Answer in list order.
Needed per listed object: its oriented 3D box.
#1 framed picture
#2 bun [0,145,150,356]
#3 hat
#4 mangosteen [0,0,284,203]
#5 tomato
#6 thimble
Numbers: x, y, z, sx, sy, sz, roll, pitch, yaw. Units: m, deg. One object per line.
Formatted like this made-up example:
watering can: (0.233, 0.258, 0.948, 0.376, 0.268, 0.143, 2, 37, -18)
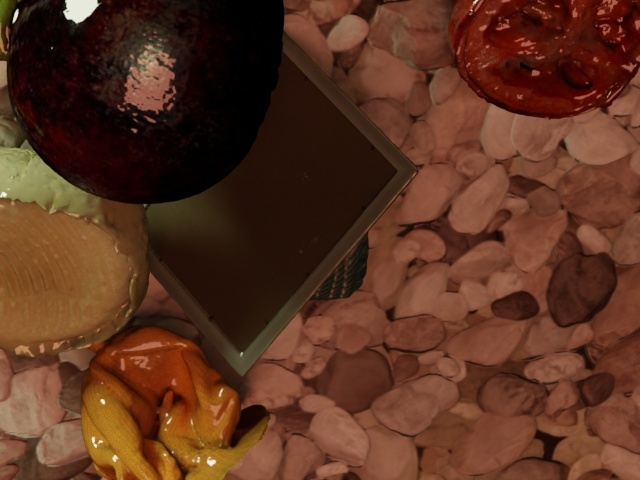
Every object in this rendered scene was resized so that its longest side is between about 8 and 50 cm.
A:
framed picture: (-0.061, -0.041, 1.729, 0.296, 0.232, 0.019, -49, 158, 18)
bun: (-0.291, -0.004, 1.708, 0.259, 0.152, 0.259, 0, 135, 0)
hat: (-0.211, 0.180, 1.821, 0.233, 0.233, 0.244, 48, 61, -8)
mangosteen: (-0.178, -0.181, 1.553, 0.300, 0.300, 0.300, -4, 120, -7)
tomato: (0.236, -0.232, 1.713, 0.227, 0.101, 0.228, -6, 128, -8)
thimble: (0.000, -0.001, 1.787, 0.090, 0.118, 0.135, 0, 119, -9)
